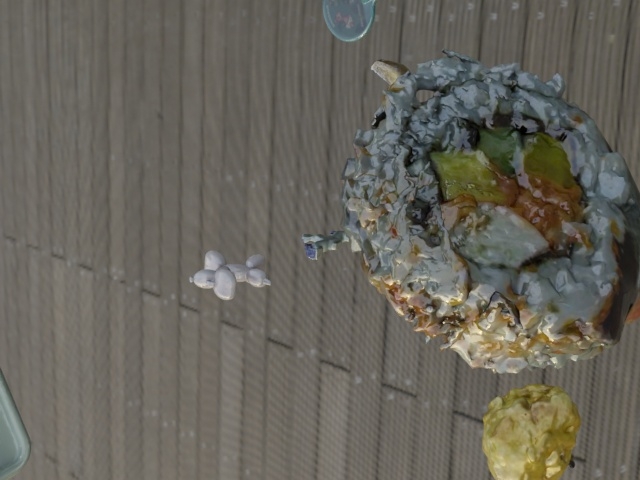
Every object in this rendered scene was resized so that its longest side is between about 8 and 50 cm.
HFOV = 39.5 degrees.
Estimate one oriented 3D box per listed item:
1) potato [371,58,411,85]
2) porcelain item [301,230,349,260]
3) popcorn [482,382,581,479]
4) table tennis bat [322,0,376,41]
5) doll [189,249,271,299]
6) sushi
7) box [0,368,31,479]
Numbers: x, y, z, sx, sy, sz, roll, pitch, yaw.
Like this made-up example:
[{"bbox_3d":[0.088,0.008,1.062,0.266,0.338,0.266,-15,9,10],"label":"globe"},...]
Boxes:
[{"bbox_3d":[0.115,-0.250,1.321,0.093,0.037,0.036,49,153,37],"label":"potato"},{"bbox_3d":[0.000,0.000,1.506,0.075,0.136,0.021,14,113,32],"label":"porcelain item"},{"bbox_3d":[0.421,0.407,1.801,0.191,0.190,0.254,6,114,14],"label":"popcorn"},{"bbox_3d":[0.075,-0.438,1.623,0.201,0.033,0.124,-16,95,51],"label":"table tennis bat"},{"bbox_3d":[-0.178,0.069,1.757,0.160,0.161,0.059,-118,34,-70],"label":"doll"},{"bbox_3d":[0.209,-0.030,1.059,0.417,0.417,0.176,63,148,20],"label":"sushi"},{"bbox_3d":[-0.456,0.150,0.919,0.167,0.193,0.294,-11,103,47],"label":"box"}]
